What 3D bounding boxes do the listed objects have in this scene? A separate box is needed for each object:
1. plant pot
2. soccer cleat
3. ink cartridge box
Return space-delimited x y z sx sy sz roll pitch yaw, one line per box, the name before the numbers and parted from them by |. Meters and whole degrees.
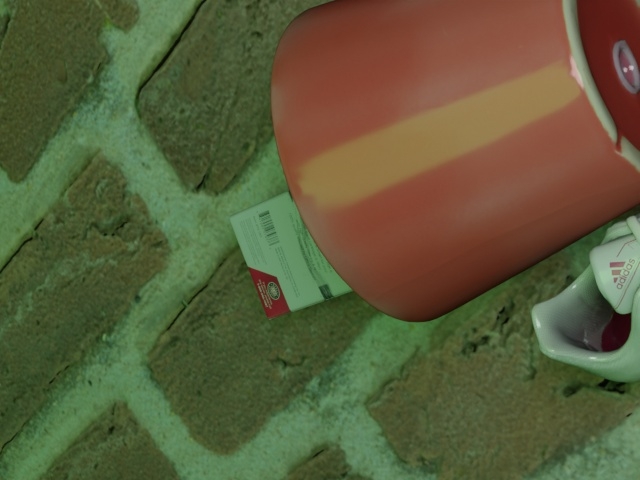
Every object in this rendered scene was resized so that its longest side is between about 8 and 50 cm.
plant pot | 0.137 -0.097 1.265 0.243 0.275 0.275 -20 89 32
soccer cleat | 0.292 0.007 1.206 0.331 0.143 0.116 -47 46 39
ink cartridge box | 0.000 0.000 1.521 0.150 0.063 0.109 -21 89 41
